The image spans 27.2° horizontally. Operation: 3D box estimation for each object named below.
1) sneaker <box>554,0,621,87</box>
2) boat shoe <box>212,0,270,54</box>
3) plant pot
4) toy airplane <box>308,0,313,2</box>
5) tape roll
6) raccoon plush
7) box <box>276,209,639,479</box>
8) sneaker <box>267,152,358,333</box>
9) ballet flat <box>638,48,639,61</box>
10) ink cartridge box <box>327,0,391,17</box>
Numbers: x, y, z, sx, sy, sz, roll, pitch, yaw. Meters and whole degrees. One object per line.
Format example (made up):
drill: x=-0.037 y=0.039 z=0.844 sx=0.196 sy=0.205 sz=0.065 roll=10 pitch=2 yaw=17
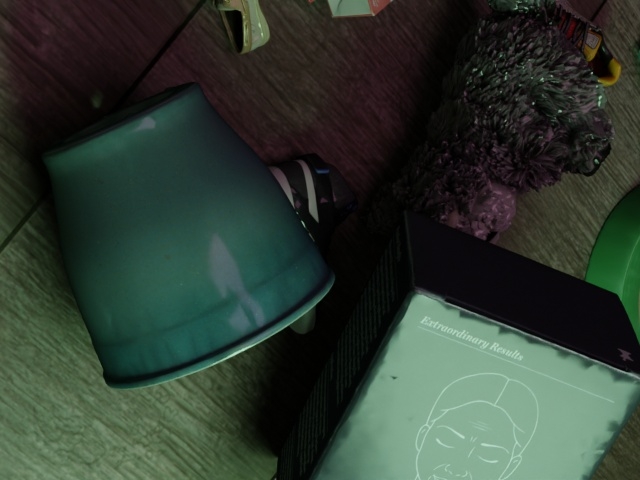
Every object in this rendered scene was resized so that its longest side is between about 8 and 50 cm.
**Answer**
sneaker: x=0.337 y=-0.289 z=1.808 sx=0.225 sy=0.093 sz=0.088 roll=39 pitch=77 yaw=-36
boat shoe: x=-0.099 y=-0.274 z=1.506 sx=0.045 sy=0.050 sz=0.135 roll=-41 pitch=122 yaw=-29
plant pot: x=-0.158 y=-0.020 z=1.404 sx=0.272 sy=0.272 sz=0.255 roll=-30 pitch=103 yaw=-28
toy airplane: x=0.004 y=-0.349 z=1.576 sx=0.151 sy=0.028 sz=0.151 roll=-7 pitch=99 yaw=-51
tape roll: x=0.547 y=0.064 z=2.066 sx=0.321 sy=0.077 sz=0.321 roll=-10 pitch=106 yaw=-36
raccoon plush: x=0.162 y=-0.187 z=1.679 sx=0.299 sy=0.216 sz=0.446 roll=-25 pitch=96 yaw=-19
box: x=0.151 y=0.215 z=1.565 sx=0.294 sy=0.212 sz=0.395 roll=22 pitch=114 yaw=-10
sneaker: x=0.000 y=0.000 z=1.629 sx=0.121 sy=0.079 sz=0.216 roll=-21 pitch=112 yaw=-30
ballet flat: x=0.525 y=-0.209 z=1.988 sx=0.074 sy=0.074 sz=0.203 roll=-25 pitch=113 yaw=-31
ink cartridge box: x=0.074 y=-0.361 z=1.588 sx=0.198 sy=0.067 sz=0.115 roll=-45 pitch=126 yaw=-40
